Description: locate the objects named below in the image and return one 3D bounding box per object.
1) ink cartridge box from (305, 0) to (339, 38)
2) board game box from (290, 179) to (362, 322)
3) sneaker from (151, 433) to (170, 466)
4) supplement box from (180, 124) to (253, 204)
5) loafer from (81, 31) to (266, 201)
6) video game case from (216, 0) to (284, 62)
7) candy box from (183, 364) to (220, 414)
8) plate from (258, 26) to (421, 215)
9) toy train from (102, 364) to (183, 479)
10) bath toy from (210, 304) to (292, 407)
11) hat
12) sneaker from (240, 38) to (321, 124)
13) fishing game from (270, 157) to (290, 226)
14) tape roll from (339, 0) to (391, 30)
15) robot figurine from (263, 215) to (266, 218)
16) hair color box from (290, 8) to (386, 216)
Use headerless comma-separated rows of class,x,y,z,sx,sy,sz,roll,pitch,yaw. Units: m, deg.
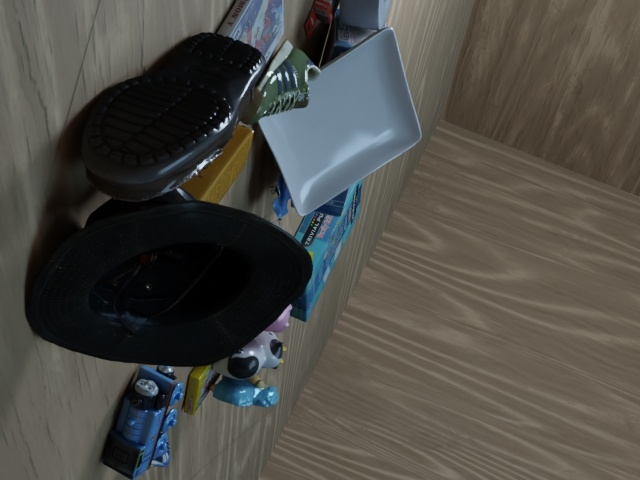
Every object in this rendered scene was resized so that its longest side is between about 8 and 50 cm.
ink cartridge box,0.010,-0.407,1.875,0.063,0.029,0.115,60,52,-79
board game box,0.000,0.000,2.642,0.254,0.079,0.336,92,22,-65
sneaker,-0.292,0.367,1.918,0.144,0.053,0.059,69,42,-78
supplement box,-0.175,-0.072,1.461,0.080,0.078,0.233,102,15,-50
loafer,-0.158,-0.124,1.251,0.366,0.133,0.130,-53,163,-57
video game case,-0.098,-0.292,1.545,0.201,0.023,0.183,92,22,-65
candy box,-0.213,0.246,2.161,0.206,0.027,0.105,-57,162,-50
plate,0.032,-0.208,1.882,0.277,0.045,0.278,-34,138,-10
toy train,-0.280,0.285,1.720,0.105,0.080,0.184,-32,144,-65
bath toy,-0.116,0.160,2.100,0.151,0.129,0.348,-49,152,-61
hat,-0.184,0.020,1.278,0.331,0.331,0.134,102,-25,-49
sneaker,-0.055,-0.231,1.671,0.064,0.086,0.192,-45,-166,46
fishing game,-0.072,-0.127,1.973,0.189,0.041,0.264,75,22,-75
tape roll,0.090,-0.482,1.898,0.219,0.072,0.219,11,90,-82
robot figurine,-0.131,0.003,1.924,0.101,0.067,0.115,-37,-163,47
hair color box,0.033,-0.237,2.039,0.174,0.105,0.347,-89,-167,-56
